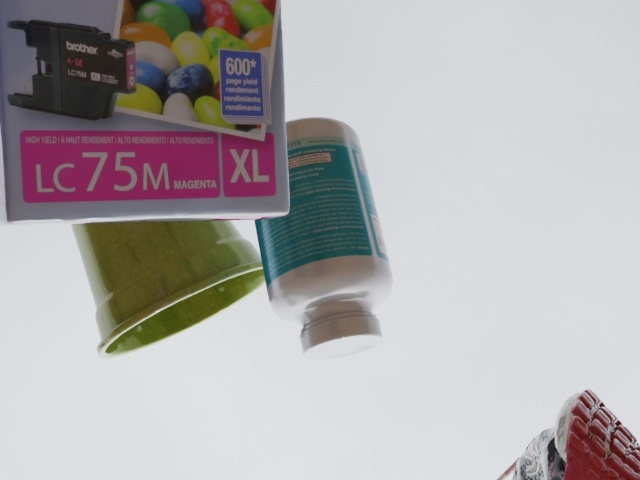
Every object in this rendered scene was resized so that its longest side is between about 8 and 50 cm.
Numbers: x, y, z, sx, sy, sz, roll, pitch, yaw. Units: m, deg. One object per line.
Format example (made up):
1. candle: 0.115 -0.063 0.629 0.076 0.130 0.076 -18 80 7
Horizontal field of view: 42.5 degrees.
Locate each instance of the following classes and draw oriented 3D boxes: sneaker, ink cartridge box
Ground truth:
1. sneaker: 0.200 0.194 0.618 0.112 0.299 0.121 -39 -112 4
2. ink cartridge box: -0.118 -0.167 0.533 0.186 0.065 0.311 -3 -91 -28

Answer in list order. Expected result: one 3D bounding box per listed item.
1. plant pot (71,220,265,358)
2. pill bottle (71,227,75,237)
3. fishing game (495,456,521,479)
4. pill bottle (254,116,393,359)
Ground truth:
1. plant pot: -0.241 -0.006 1.184 0.276 0.276 0.254 -26 -99 -9
2. pill bottle: -0.358 -0.064 1.574 0.204 0.361 0.204 -1 -83 -11
3. fishing game: 0.259 0.415 1.011 0.041 0.189 0.264 -4 -126 -21
4. pill bottle: 0.000 0.000 0.962 0.146 0.146 0.264 -12 -112 0
